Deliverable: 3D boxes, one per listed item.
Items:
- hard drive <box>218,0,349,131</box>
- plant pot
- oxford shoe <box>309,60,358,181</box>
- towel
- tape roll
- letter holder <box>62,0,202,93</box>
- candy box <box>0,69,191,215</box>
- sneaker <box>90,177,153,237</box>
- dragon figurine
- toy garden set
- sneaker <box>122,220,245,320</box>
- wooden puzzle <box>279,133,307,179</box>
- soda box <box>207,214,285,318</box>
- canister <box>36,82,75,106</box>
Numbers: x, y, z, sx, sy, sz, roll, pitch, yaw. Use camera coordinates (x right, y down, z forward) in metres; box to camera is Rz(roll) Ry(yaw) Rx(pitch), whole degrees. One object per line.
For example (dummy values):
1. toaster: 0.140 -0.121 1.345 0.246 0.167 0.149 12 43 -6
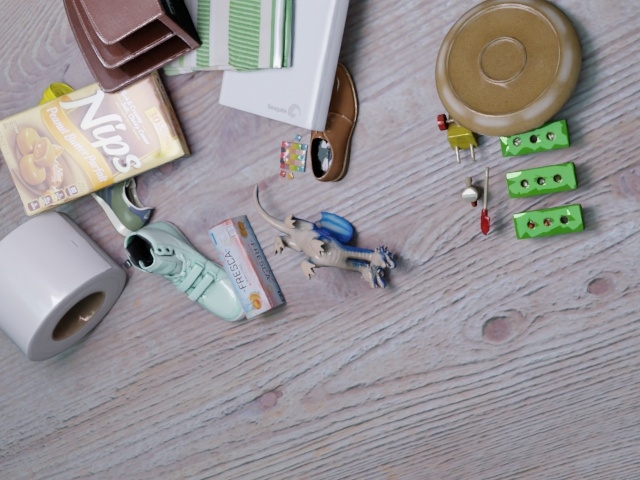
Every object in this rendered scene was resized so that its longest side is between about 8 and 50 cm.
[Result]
1. hard drive: -0.056 -0.383 1.720 0.233 0.047 0.353 21 105 39
2. plant pot: 0.289 -0.281 1.592 0.236 0.032 0.236 -5 78 23
3. oxford shoe: 0.017 -0.204 1.742 0.076 0.076 0.212 5 99 25
4. towel: -0.172 -0.413 1.762 0.325 0.038 0.247 8 98 41
5. tape roll: -0.517 0.088 1.932 0.169 0.246 0.246 44 112 12
6. letter holder: -0.378 -0.440 1.766 0.214 0.152 0.301 -26 73 11
7. candy box: -0.421 -0.186 1.869 0.317 0.087 0.182 -21 95 5
8. sneaker: -0.395 -0.102 1.952 0.086 0.064 0.192 -41 82 16
9. dragon figurine: 0.000 0.000 1.775 0.289 0.144 0.085 34 113 36
10. toy garden set: 0.308 -0.124 1.641 0.204 0.049 0.244 -8 96 23
11. sneaker: -0.255 0.070 1.864 0.256 0.151 0.094 41 110 12
12. wooden puzzle: -0.049 -0.150 1.816 0.049 0.006 0.083 10 103 22
13. soda box: -0.136 0.048 1.855 0.058 0.063 0.183 -26 87 26
14. canister: -0.525 -0.205 1.983 0.126 0.073 0.170 48 115 9
